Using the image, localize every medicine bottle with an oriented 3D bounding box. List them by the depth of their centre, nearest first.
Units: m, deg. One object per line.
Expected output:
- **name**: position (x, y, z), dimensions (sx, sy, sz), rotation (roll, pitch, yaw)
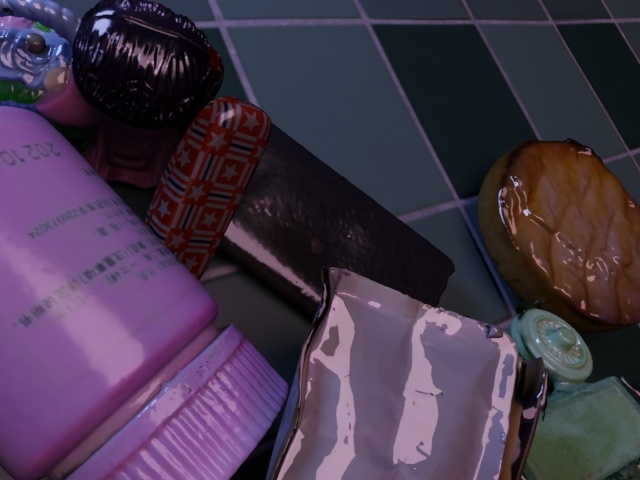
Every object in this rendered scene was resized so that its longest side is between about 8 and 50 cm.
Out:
- **medicine bottle**: position (-0.180, 0.064, 0.373), dimensions (0.290, 0.178, 0.178), rotation (47, 56, -2)

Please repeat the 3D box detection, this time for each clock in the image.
- **clock**: position (-0.195, -0.130, 0.442), dimensions (0.194, 0.195, 0.100), rotation (11, 66, -25)

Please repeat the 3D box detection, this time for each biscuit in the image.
- **biscuit**: position (0.353, -0.009, 0.728), dimensions (0.297, 0.102, 0.296), rotation (11, 61, -21)

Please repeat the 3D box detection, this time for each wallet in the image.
- **wallet**: position (0.000, 0.000, 0.576), dimensions (0.321, 0.044, 0.170), rotation (37, 60, -9)

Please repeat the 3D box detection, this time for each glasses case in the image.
- **glasses case**: position (-0.113, -0.040, 0.460), dimensions (0.049, 0.194, 0.073), rotation (41, 21, 33)

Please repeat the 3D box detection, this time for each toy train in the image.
- **toy train**: position (0.191, 0.180, 0.501), dimensions (0.272, 0.159, 0.188), rotation (-3, 49, -36)

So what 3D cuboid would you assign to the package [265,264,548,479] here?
- **package**: position (0.035, 0.203, 0.348), dimensions (0.165, 0.221, 0.311), rotation (16, 71, 4)
